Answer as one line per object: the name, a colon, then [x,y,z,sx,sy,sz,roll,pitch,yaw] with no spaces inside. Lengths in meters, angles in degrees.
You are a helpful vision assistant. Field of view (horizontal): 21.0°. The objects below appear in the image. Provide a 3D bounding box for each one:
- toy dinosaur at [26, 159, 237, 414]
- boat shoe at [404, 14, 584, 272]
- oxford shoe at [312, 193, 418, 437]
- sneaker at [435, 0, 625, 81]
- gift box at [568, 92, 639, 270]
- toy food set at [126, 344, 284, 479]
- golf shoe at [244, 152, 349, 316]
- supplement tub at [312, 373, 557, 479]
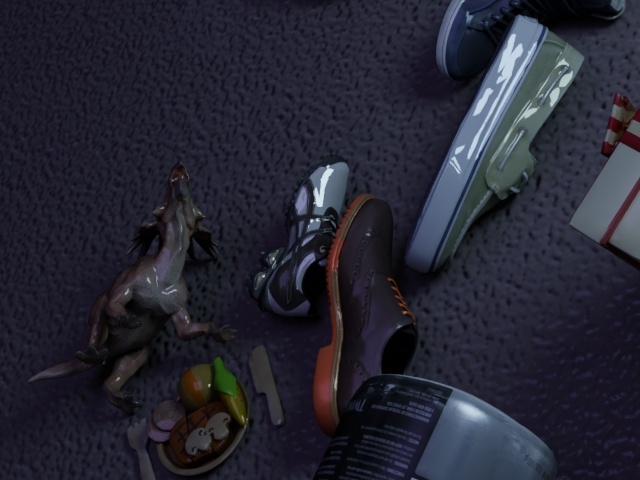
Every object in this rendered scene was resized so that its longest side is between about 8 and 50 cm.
toy dinosaur: [-0.211,0.068,2.000,0.295,0.127,0.200,-41,35,22]
boat shoe: [0.186,-0.095,1.837,0.094,0.109,0.302,26,86,0]
oxford shoe: [0.063,0.076,1.811,0.098,0.097,0.271,-7,65,28]
sneaker: [0.240,-0.258,1.927,0.226,0.086,0.163,-52,41,-9]
gift box: [0.411,-0.046,1.524,0.258,0.255,0.276,34,89,44]
toy food set: [-0.136,0.196,1.898,0.192,0.038,0.132,-33,45,12]
golf shoe: [0.000,0.000,1.931,0.094,0.077,0.198,19,78,32]
supplement tub: [0.062,0.308,1.546,0.207,0.207,0.338,9,65,40]
